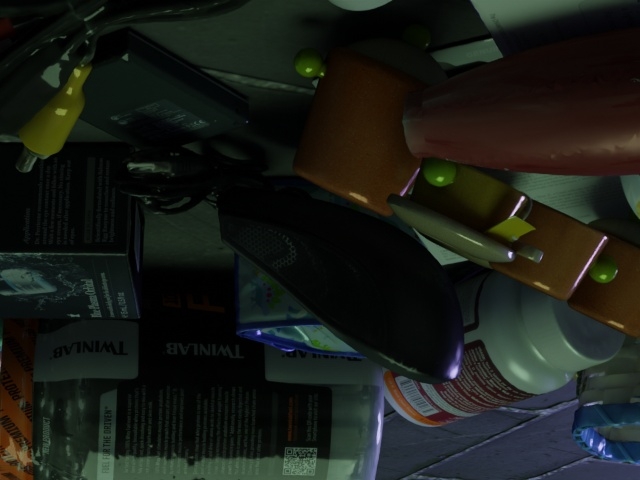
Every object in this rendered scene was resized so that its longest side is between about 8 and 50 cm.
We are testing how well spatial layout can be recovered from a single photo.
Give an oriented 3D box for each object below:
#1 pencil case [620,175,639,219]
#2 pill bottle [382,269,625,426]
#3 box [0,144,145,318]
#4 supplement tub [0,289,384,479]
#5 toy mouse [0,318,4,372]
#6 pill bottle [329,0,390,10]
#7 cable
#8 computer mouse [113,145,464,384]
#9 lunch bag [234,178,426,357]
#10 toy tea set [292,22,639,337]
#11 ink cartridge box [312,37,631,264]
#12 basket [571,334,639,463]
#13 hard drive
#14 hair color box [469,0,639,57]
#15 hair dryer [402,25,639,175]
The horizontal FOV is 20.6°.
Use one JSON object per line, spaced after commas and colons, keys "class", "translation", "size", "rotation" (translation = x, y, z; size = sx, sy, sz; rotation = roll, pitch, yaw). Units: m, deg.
{"class": "pencil case", "translation": [0.317, -0.085, 1.149], "size": [0.113, 0.124, 0.273], "rotation": [13, 154, -32]}
{"class": "pill bottle", "translation": [0.160, 0.089, 1.593], "size": [0.121, 0.121, 0.221], "rotation": [16, 153, -38]}
{"class": "box", "translation": [-0.220, -0.004, 1.374], "size": [0.158, 0.093, 0.156], "rotation": [1, 159, -2]}
{"class": "supplement tub", "translation": [-0.122, 0.149, 1.616], "size": [0.338, 0.207, 0.207], "rotation": [2, 159, -9]}
{"class": "toy mouse", "translation": [-0.310, 0.107, 1.739], "size": [0.143, 0.031, 0.161], "rotation": [4, 159, -13]}
{"class": "pill bottle", "translation": [-0.011, -0.184, 0.909], "size": [0.094, 0.094, 0.169], "rotation": [-12, 156, 25]}
{"class": "cable", "translation": [-0.157, -0.145, 1.097], "size": [0.139, 0.072, 0.287], "rotation": [41, 127, -21]}
{"class": "computer mouse", "translation": [0.000, 0.000, 1.251], "size": [0.272, 0.072, 0.188], "rotation": [36, -165, 21]}
{"class": "lunch bag", "translation": [0.003, 0.021, 1.399], "size": [0.151, 0.128, 0.096], "rotation": [6, 157, -21]}
{"class": "toy tea set", "translation": [0.128, -0.043, 1.195], "size": [0.200, 0.124, 0.336], "rotation": [26, -179, 38]}
{"class": "ink cartridge box", "translation": [0.129, -0.079, 1.283], "size": [0.189, 0.066, 0.232], "rotation": [-11, 136, 25]}
{"class": "basket", "translation": [0.337, 0.189, 1.628], "size": [0.201, 0.289, 0.255], "rotation": [-7, 159, 15]}
{"class": "hard drive", "translation": [-0.127, -0.100, 1.222], "size": [0.094, 0.022, 0.135], "rotation": [-14, 156, 31]}
{"class": "hair color box", "translation": [0.264, -0.164, 0.962], "size": [0.339, 0.110, 0.185], "rotation": [-7, 157, 19]}
{"class": "hair dryer", "translation": [0.186, -0.051, 0.995], "size": [0.293, 0.080, 0.223], "rotation": [8, 158, -19]}
